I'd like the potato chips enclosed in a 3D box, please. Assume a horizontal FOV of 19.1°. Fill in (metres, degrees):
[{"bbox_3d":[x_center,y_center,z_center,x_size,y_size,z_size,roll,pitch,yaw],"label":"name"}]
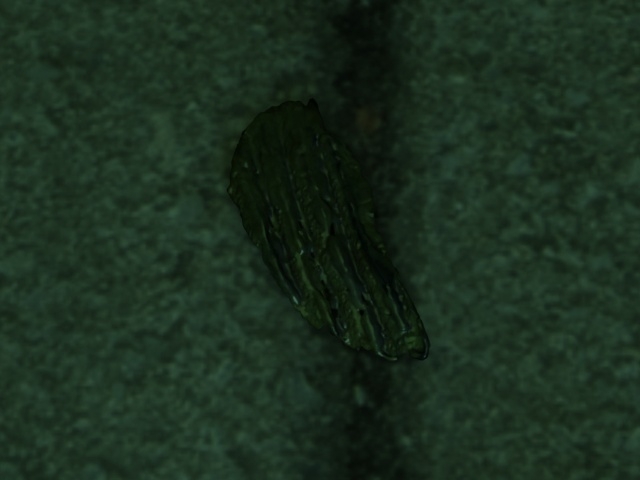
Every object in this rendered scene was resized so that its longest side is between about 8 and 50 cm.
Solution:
[{"bbox_3d":[0.000,0.000,1.275,0.092,0.028,0.207,-22,73,-5],"label":"potato chips"}]
